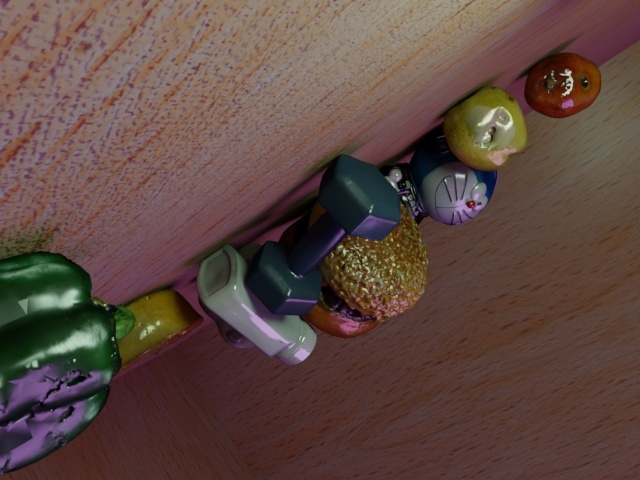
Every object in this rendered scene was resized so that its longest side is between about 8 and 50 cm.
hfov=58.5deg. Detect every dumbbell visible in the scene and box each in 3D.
[{"bbox_3d":[0.000,0.000,1.049,0.325,0.160,0.144,-47,169,33],"label":"dumbbell"}]

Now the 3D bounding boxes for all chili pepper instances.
[{"bbox_3d":[-0.267,0.094,0.536,0.261,0.174,0.165,-25,146,-55],"label":"chili pepper"}]

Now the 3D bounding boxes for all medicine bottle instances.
[{"bbox_3d":[-0.129,0.148,1.203,0.111,0.296,0.161,-34,-140,12],"label":"medicine bottle"}]

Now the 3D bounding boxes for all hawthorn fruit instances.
[{"bbox_3d":[0.535,-0.355,1.311,0.165,0.165,0.286,-36,169,39],"label":"hawthorn fruit"}]

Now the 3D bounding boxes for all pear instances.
[{"bbox_3d":[0.354,-0.234,1.219,0.178,0.178,0.178,-32,176,-3],"label":"pear"}]

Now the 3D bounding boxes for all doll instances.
[{"bbox_3d":[0.294,-0.144,1.448,0.310,0.284,0.240,-19,-141,13],"label":"doll"},{"bbox_3d":[-0.186,0.152,1.463,0.226,0.215,0.370,-48,177,-13],"label":"doll"}]

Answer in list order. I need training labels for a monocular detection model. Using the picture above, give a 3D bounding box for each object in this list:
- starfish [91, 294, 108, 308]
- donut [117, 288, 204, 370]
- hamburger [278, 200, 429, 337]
[{"bbox_3d":[-0.355,0.119,0.736,0.190,0.074,0.146,-34,177,28],"label":"starfish"},{"bbox_3d":[-0.387,0.199,1.205,0.278,0.108,0.277,-32,177,-2],"label":"donut"},{"bbox_3d":[0.081,0.040,1.296,0.250,0.330,0.330,-44,170,38],"label":"hamburger"}]
